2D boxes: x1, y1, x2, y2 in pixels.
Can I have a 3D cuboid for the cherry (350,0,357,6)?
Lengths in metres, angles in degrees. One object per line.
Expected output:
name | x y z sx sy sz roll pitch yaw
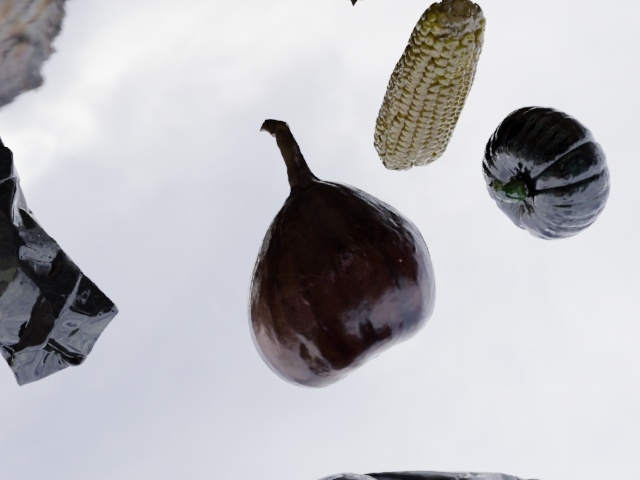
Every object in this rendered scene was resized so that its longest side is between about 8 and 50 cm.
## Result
cherry | 0.096 -0.235 0.770 0.148 0.115 0.188 37 -83 30

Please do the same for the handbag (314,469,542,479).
handbag | 0.029 0.224 0.749 0.191 0.332 0.075 -43 -122 23

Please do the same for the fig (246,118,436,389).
fig | 0.019 0.018 0.886 0.149 0.202 0.148 5 -167 -9

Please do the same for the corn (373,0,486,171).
corn | 0.147 -0.206 1.543 0.119 0.322 0.119 5 -123 -7

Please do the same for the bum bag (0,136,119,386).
bum bag | -0.357 -0.003 1.227 0.144 0.340 0.095 -32 -170 -4

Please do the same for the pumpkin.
pumpkin | 0.305 -0.089 1.504 0.150 0.194 0.194 -45 -145 0
